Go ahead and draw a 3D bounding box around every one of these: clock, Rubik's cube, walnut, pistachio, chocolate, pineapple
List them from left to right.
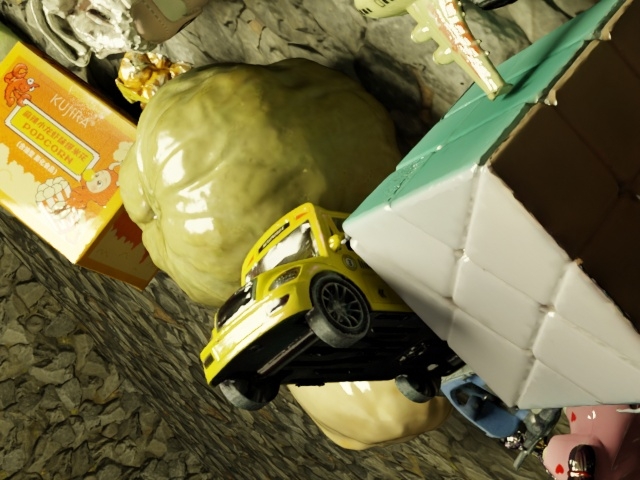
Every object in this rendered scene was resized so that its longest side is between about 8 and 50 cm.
[{"bbox_3d":[-0.158,-0.165,1.155,0.135,0.079,0.233,15,178,3],"label":"pineapple"},{"bbox_3d":[-0.064,-0.062,1.003,0.253,0.277,0.282,56,137,29],"label":"walnut"},{"bbox_3d":[0.051,0.182,1.362,0.318,0.213,0.193,33,-162,37],"label":"pistachio"},{"bbox_3d":[0.296,0.271,1.283,0.147,0.072,0.070,40,-162,26],"label":"chocolate"},{"bbox_3d":[0.195,-0.021,0.737,0.221,0.224,0.231,46,155,-9],"label":"Rubik's cube"},{"bbox_3d":[0.288,0.264,0.908,0.100,0.195,0.194,-13,132,45],"label":"clock"}]

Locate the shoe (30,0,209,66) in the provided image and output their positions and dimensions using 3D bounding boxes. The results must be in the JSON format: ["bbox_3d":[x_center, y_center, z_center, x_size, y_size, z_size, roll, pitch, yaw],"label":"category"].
[{"bbox_3d":[-0.216,-0.276,0.974,0.172,0.198,0.351,53,153,-18],"label":"shoe"}]

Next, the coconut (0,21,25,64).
[{"bbox_3d":[-0.605,-0.249,1.520,0.328,0.328,0.281,20,174,41],"label":"coconut"}]

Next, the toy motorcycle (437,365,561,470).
[{"bbox_3d":[0.235,0.154,1.090,0.213,0.125,0.358,39,153,-3],"label":"toy motorcycle"}]

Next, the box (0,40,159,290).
[{"bbox_3d":[-0.342,-0.102,1.379,0.283,0.214,0.259,35,175,14],"label":"box"}]

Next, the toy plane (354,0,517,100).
[{"bbox_3d":[0.093,-0.212,0.717,0.244,0.092,0.229,173,84,-74],"label":"toy plane"}]

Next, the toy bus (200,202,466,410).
[{"bbox_3d":[0.040,0.059,0.870,0.145,0.331,0.151,-40,58,36],"label":"toy bus"}]
